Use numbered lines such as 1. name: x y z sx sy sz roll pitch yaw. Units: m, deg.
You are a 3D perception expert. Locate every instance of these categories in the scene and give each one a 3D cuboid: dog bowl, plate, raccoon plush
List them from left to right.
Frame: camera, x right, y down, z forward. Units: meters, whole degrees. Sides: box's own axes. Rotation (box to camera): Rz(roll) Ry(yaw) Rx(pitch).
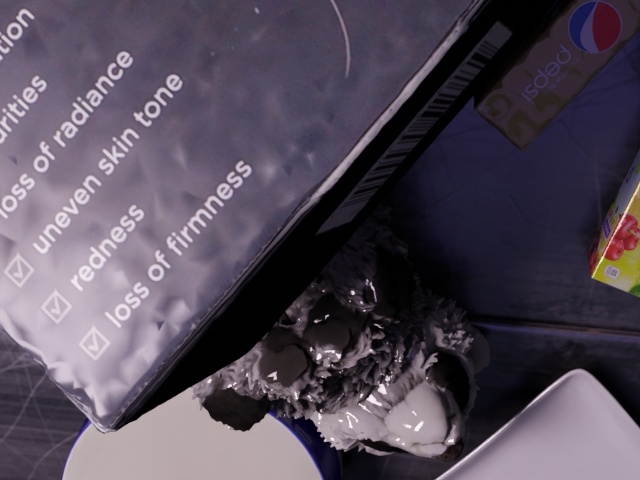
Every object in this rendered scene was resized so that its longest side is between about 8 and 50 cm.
1. dog bowl: -0.113 0.238 1.342 0.265 0.104 0.264 2 109 5
2. raccoon plush: 0.000 0.000 1.249 0.216 0.299 0.446 -26 68 18
3. plate: 0.238 0.292 1.355 0.278 0.045 0.277 -42 101 17

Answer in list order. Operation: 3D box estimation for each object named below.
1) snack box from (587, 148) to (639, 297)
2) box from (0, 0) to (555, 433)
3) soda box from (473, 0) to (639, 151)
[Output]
1. snack box: 0.359 -0.033 1.219 0.175 0.070 0.207 23 110 -1
2. box: -0.106 -0.230 0.855 0.472 0.297 0.480 42 102 6
3. soda box: 0.213 -0.166 1.196 0.061 0.058 0.181 40 107 -8
